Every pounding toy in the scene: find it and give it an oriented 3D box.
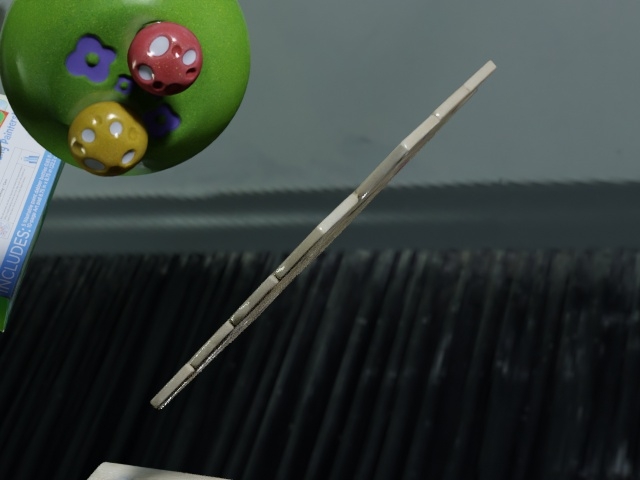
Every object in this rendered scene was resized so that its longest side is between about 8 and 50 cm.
[{"bbox_3d":[-0.159,-0.109,1.059,0.237,0.110,0.183,-4,119,-10],"label":"pounding toy"}]

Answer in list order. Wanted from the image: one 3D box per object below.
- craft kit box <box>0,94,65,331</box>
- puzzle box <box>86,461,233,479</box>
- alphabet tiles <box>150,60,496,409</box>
[{"bbox_3d":[-0.376,-0.052,1.406,0.247,0.250,0.061,18,136,-6],"label":"craft kit box"},{"bbox_3d":[-0.058,0.392,1.305,0.272,0.052,0.409,6,114,17],"label":"puzzle box"},{"bbox_3d":[0.000,0.000,1.177,0.011,0.285,0.342,45,127,1],"label":"alphabet tiles"}]
